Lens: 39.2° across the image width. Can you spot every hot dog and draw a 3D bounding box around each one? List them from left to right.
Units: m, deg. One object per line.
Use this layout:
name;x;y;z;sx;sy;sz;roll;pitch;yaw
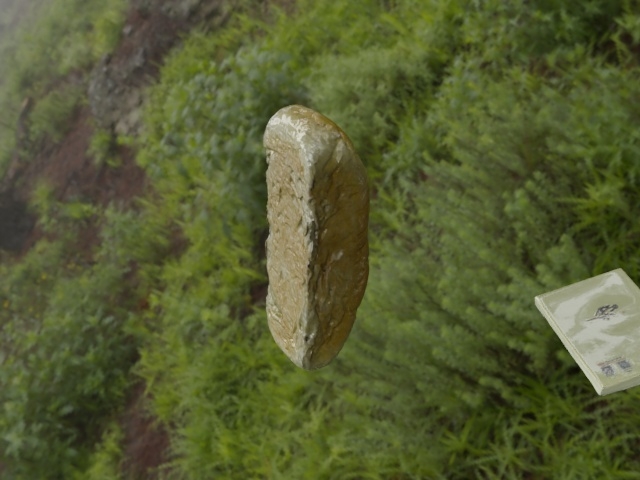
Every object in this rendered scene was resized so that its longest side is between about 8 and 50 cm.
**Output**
hot dog;0.000;0.000;0.757;0.084;0.073;0.243;47;144;49

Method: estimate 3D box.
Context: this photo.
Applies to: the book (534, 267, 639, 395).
book;0.223;0.068;0.689;0.111;0.077;0.014;-114;8;-53
